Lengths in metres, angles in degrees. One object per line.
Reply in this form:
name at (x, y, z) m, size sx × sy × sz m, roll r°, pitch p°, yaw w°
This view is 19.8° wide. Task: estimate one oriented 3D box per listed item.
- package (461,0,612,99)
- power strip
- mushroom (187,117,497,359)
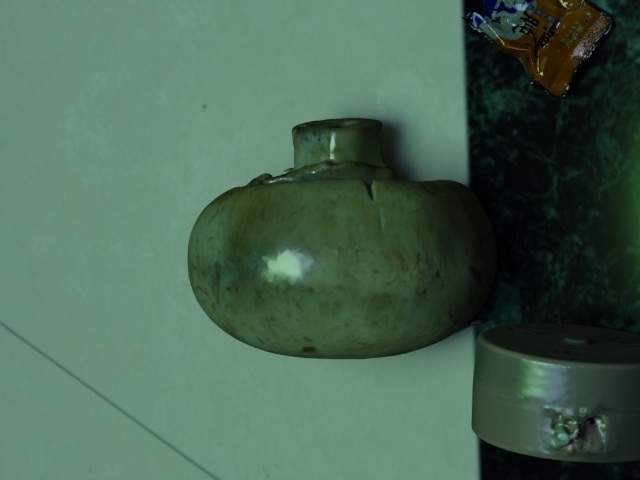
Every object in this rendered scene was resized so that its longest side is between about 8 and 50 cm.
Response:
package at (0.167, -0.167, 1.437) m, size 0.111 × 0.033 × 0.077 m, roll 34°, pitch 90°, yaw 15°
power strip at (0.188, 0.111, 1.364) m, size 0.154 × 0.154 × 0.078 m, roll 10°, pitch 100°, yaw 36°
mushroom at (0.000, 0.000, 1.477) m, size 0.254 × 0.189 × 0.195 m, roll -1°, pitch 94°, yaw 29°
